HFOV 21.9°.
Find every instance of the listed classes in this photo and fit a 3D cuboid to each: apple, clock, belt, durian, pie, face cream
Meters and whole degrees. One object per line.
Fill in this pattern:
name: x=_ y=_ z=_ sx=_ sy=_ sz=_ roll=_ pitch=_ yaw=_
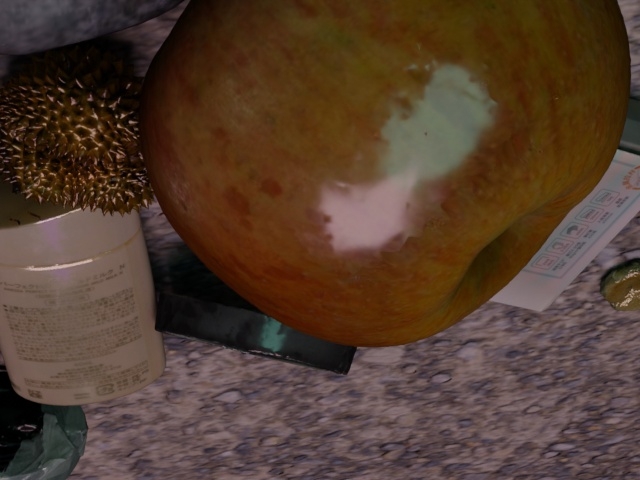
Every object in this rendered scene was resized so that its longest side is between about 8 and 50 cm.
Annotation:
apple: x=0.059 y=-0.103 z=1.292 sx=0.333 sy=0.400 sz=0.400 roll=46 pitch=126 yaw=-3
clock: x=-0.068 y=0.098 z=1.719 sx=0.215 sy=0.042 sz=0.215 roll=13 pitch=174 yaw=1
belt: x=-0.358 y=0.217 z=1.835 sx=0.198 sy=0.151 sz=0.078 roll=2 pitch=141 yaw=-15
durian: x=-0.216 y=-0.098 z=1.473 sx=0.168 sy=0.137 sz=0.158 roll=9 pitch=115 yaw=1
pie: x=0.354 y=0.051 z=1.846 sx=0.084 sy=0.020 sz=0.084 roll=-5 pitch=145 yaw=-3
face cream: x=-0.258 y=0.045 z=1.684 sx=0.173 sy=0.081 sz=0.348 roll=-8 pitch=143 yaw=-4

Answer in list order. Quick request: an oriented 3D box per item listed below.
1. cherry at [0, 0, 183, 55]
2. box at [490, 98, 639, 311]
cherry: x=-0.196 y=-0.261 z=1.198 sx=0.255 sy=0.218 sz=0.296 roll=-9 pitch=129 yaw=9
box: x=0.235 y=-0.040 z=1.659 sx=0.135 sy=0.079 sz=0.269 roll=12 pitch=138 yaw=-24
